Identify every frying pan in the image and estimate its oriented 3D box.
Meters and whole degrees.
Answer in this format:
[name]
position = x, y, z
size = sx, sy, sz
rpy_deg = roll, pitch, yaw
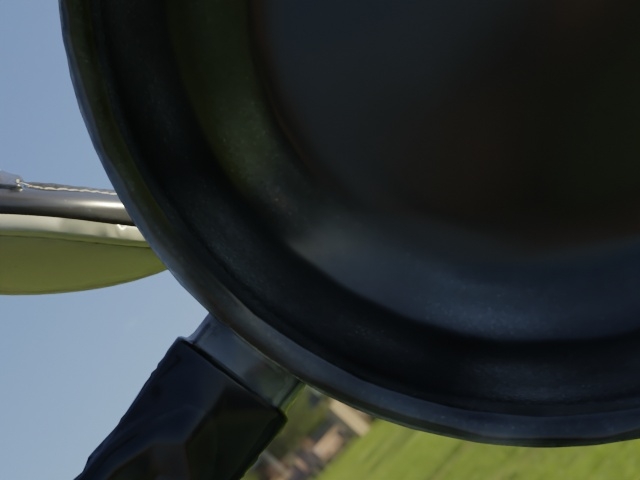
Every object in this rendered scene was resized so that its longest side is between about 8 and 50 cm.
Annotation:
[frying pan]
position = 0.029, 0.005, 0.362
size = 0.053, 0.197, 0.326
rpy_deg = -11, -64, -85

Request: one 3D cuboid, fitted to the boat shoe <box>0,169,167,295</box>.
[boat shoe]
position = -0.146, -0.020, 0.674
size = 0.206, 0.065, 0.075
rpy_deg = 4, -22, -26
